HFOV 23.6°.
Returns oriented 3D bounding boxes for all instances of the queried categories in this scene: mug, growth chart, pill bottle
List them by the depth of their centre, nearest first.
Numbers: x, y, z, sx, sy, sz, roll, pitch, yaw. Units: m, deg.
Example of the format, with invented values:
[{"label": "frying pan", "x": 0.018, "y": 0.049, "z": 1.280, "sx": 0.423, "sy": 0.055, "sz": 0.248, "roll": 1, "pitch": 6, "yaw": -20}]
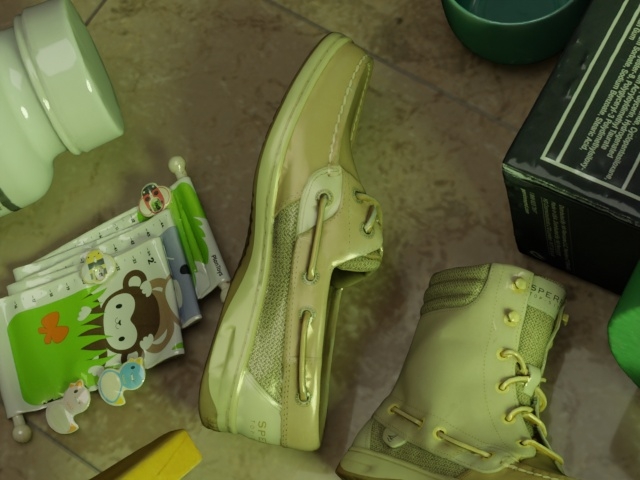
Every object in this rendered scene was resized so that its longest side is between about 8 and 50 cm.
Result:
[{"label": "growth chart", "x": -0.182, "y": 0.055, "z": 1.295, "sx": 0.237, "sy": 0.021, "sz": 0.172, "roll": -32, "pitch": 64, "yaw": 4}, {"label": "mug", "x": 0.178, "y": -0.209, "z": 1.296, "sx": 0.157, "sy": 0.097, "sz": 0.129, "roll": 28, "pitch": 75, "yaw": 19}, {"label": "pill bottle", "x": -0.337, "y": -0.088, "z": 1.306, "sx": 0.318, "sy": 0.176, "sz": 0.176, "roll": -23, "pitch": 66, "yaw": 1}]

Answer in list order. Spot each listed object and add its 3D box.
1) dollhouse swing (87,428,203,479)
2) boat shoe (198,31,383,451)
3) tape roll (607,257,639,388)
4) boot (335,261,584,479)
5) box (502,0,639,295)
[{"label": "dollhouse swing", "x": -0.201, "y": 0.335, "z": 1.035, "sx": 0.347, "sy": 0.305, "sz": 0.315, "roll": -33, "pitch": 75, "yaw": 28}, {"label": "boat shoe", "x": 0.000, "y": 0.000, "z": 1.243, "sx": 0.110, "sy": 0.121, "sz": 0.341, "roll": 14, "pitch": 81, "yaw": 11}, {"label": "tape roll", "x": 0.351, "y": 0.097, "z": 1.015, "sx": 0.321, "sy": 0.321, "sz": 0.077, "roll": 23, "pitch": 74, "yaw": 19}, {"label": "boot", "x": 0.151, "y": 0.120, "z": 1.137, "sx": 0.262, "sy": 0.095, "sz": 0.203, "roll": 6, "pitch": 62, "yaw": 46}, {"label": "box", "x": 0.337, "y": -0.084, "z": 1.167, "sx": 0.294, "sy": 0.183, "sz": 0.296, "roll": 25, "pitch": 75, "yaw": 21}]
